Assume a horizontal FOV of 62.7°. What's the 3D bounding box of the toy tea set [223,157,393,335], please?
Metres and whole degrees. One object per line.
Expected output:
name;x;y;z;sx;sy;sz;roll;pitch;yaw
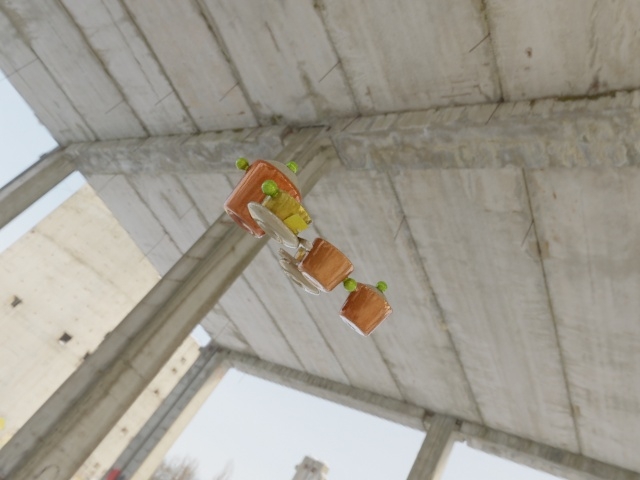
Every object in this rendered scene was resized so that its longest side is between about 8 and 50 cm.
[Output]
toy tea set;0.000;0.000;0.799;0.200;0.124;0.336;24;-21;50
